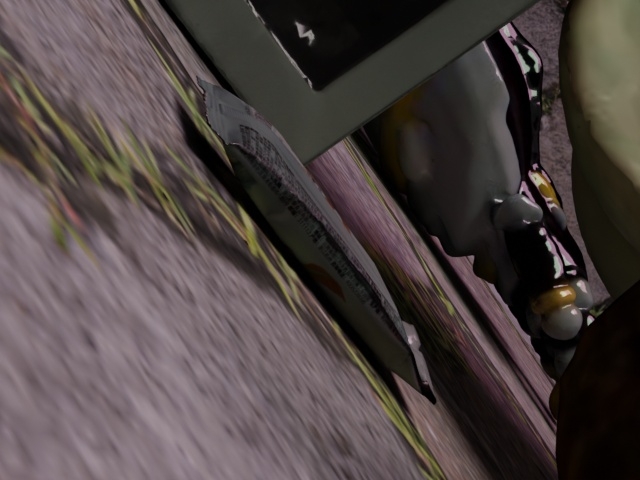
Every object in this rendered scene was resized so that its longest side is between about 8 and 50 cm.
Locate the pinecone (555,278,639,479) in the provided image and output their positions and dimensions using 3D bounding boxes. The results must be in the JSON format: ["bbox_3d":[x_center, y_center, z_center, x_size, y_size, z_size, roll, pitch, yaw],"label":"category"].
[{"bbox_3d":[0.160,0.069,0.343,0.244,0.244,0.309,56,-3,4],"label":"pinecone"}]

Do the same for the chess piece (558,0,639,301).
[{"bbox_3d":[0.236,0.057,0.700,0.442,0.234,0.234,72,-8,-52],"label":"chess piece"}]

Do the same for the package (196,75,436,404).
[{"bbox_3d":[0.000,0.000,0.445,0.110,0.015,0.037,53,7,-31],"label":"package"}]

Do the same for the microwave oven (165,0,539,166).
[{"bbox_3d":[0.040,-0.141,0.579,0.122,0.208,0.162,53,7,-17],"label":"microwave oven"}]

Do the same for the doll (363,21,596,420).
[{"bbox_3d":[0.087,-0.051,0.914,0.316,0.103,0.145,64,23,4],"label":"doll"}]
